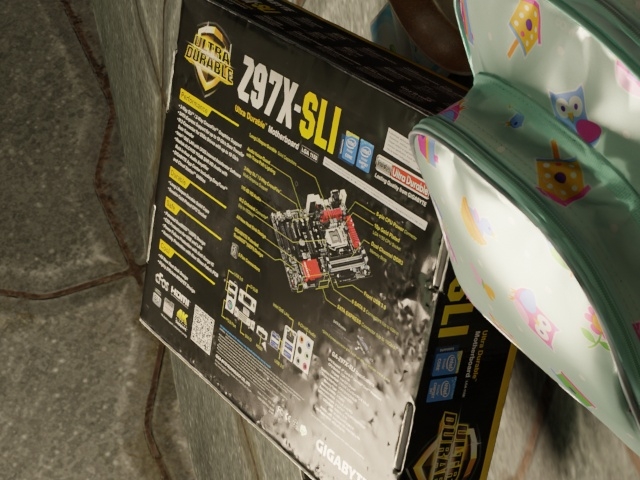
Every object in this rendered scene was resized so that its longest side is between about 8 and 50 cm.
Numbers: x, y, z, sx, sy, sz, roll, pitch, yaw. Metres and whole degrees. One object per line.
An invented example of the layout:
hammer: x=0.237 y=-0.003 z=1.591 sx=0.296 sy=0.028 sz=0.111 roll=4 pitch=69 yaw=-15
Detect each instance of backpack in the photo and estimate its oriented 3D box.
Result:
backpack: x=0.116 y=-0.027 z=0.518 sx=0.166 sy=0.144 sz=0.188 roll=47 pitch=159 yaw=50

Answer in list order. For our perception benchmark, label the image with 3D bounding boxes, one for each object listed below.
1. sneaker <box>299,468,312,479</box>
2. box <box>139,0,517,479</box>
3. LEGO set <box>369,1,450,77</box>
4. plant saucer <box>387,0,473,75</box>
sneaker: x=0.033 y=0.059 z=1.102 sx=0.124 sy=0.107 sz=0.283 roll=-126 pitch=41 yaw=-70
box: x=0.000 y=0.000 z=0.949 sx=0.322 sy=0.079 sz=0.257 roll=34 pitch=119 yaw=48
LEGO set: x=0.042 y=-0.220 z=0.988 sx=0.182 sy=0.060 sz=0.244 roll=140 pitch=122 yaw=-69
plant saucer: x=0.079 y=-0.180 z=0.855 sx=0.168 sy=0.029 sz=0.168 roll=46 pitch=144 yaw=47
